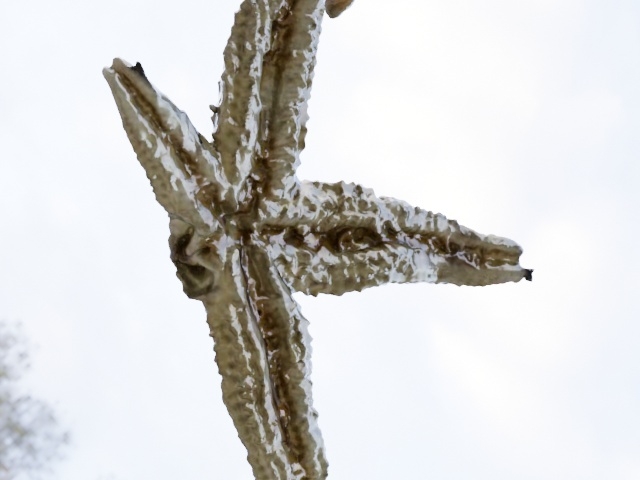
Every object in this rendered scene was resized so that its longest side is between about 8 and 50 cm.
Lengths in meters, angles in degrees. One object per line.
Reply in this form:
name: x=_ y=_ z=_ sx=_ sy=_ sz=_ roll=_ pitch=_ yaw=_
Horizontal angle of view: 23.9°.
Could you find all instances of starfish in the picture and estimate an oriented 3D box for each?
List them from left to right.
starfish: x=0.000 y=0.000 z=1.158 sx=0.082 sy=0.324 sz=0.432 roll=-6 pitch=-67 yaw=54
